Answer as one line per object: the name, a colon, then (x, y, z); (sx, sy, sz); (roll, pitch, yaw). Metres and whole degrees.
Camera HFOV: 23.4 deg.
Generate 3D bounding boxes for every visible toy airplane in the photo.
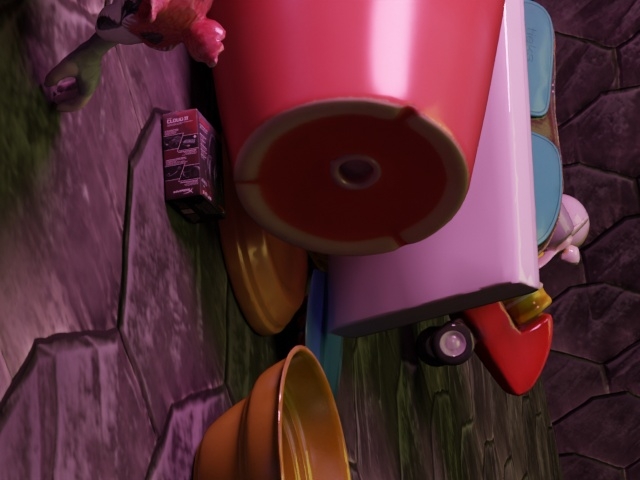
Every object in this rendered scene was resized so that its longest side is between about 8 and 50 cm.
toy airplane: (0.240, -0.026, 2.176); (0.386, 0.272, 0.384); (-112, -169, -49)

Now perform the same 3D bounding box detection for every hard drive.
hard drive: (0.102, -0.098, 1.508); (0.047, 0.233, 0.353); (20, 62, -43)

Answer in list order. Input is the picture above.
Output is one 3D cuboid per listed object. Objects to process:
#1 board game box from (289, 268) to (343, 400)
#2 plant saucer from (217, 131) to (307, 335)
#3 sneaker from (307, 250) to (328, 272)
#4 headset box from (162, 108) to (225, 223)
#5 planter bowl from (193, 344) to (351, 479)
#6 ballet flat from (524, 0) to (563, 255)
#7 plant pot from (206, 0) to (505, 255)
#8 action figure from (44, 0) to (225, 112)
board game box: (-0.010, 0.097, 1.539); (0.168, 0.033, 0.133); (17, 74, -76)
plant saucer: (-0.050, -0.012, 1.434); (0.200, 0.037, 0.200); (-10, 90, -78)
sneaker: (0.000, 0.000, 1.632); (0.067, 0.064, 0.175); (-52, 129, -47)
headset box: (-0.102, -0.063, 1.252); (0.062, 0.032, 0.083); (50, 34, -66)
planter bowl: (-0.041, 0.195, 1.196); (0.217, 0.090, 0.217); (-10, 90, -78)
ballet flat: (0.217, -0.118, 1.808); (0.123, 0.123, 0.349); (59, 32, -59)
plant pot: (0.028, -0.139, 1.326); (0.275, 0.275, 0.243); (67, 19, -47)
action figure: (-0.090, -0.249, 0.961); (0.248, 0.275, 0.370); (72, 0, -57)
